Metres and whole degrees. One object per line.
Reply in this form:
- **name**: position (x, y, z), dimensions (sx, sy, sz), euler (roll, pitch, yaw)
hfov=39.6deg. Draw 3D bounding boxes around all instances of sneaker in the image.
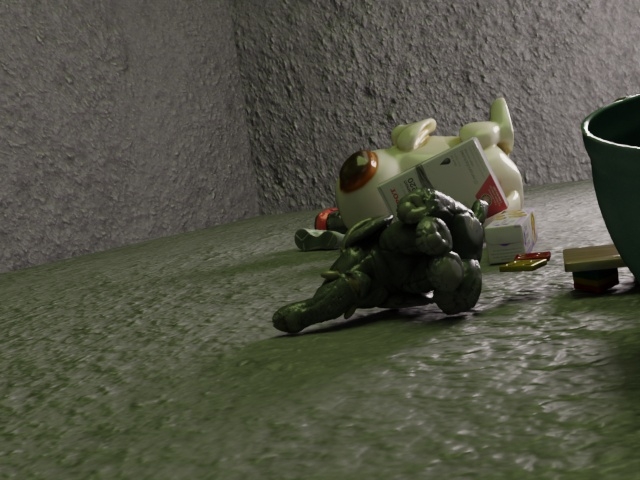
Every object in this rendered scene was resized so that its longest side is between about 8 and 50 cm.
- **sneaker**: position (0.000, 0.000, 2.148), dimensions (0.152, 0.054, 0.061), euler (5, 3, 43)
- **sneaker**: position (0.115, -0.052, 2.251), dimensions (0.135, 0.098, 0.276), euler (-4, 9, 42)

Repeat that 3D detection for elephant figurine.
- **elephant figurine**: position (0.079, 0.032, 1.140), dimensions (0.239, 0.170, 0.186), euler (-23, -34, 34)

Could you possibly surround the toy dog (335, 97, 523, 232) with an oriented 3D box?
- **toy dog**: position (0.237, -0.108, 2.014), dimensions (0.407, 0.285, 0.396), euler (-6, 42, 5)

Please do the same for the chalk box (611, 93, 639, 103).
- **chalk box**: position (0.445, -0.071, 1.012), dimensions (0.180, 0.179, 0.289), euler (-9, 24, 2)

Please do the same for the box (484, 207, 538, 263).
- **box**: position (0.351, -0.013, 1.612), dimensions (0.067, 0.063, 0.324), euler (-7, 5, 19)

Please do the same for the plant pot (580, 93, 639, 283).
- **plant pot**: position (0.372, -0.016, 0.723), dimensions (0.292, 0.196, 0.293), euler (-10, 16, 3)

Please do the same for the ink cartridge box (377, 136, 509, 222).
- **ink cartridge box**: position (0.245, -0.090, 1.780), dimensions (0.217, 0.159, 0.092), euler (-26, 1, 16)

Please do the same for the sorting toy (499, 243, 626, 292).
- **sorting toy**: position (0.370, 0.035, 1.131), dimensions (0.274, 0.046, 0.132), euler (-6, 5, 15)
